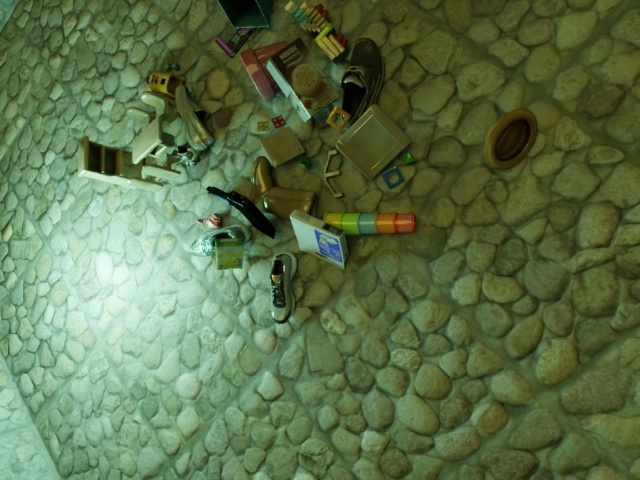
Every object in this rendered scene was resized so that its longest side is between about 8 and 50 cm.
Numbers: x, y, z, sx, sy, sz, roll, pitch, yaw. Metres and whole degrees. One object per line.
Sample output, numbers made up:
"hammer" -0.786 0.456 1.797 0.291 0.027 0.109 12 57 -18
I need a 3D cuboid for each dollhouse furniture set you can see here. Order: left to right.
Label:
"dollhouse furniture set" -0.815 -0.396 1.788 0.395 0.257 0.361 -23 67 36

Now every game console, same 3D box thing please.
"game console" -0.322 -0.129 1.653 0.362 0.213 0.044 28 73 42

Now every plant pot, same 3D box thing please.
"plant pot" -0.290 -1.022 1.708 0.166 0.165 0.234 5 75 17
"plant pot" -0.186 -0.671 1.633 0.180 0.201 0.201 -28 74 4

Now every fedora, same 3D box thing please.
"fedora" 0.569 -0.316 1.292 0.194 0.194 0.079 -54 32 11

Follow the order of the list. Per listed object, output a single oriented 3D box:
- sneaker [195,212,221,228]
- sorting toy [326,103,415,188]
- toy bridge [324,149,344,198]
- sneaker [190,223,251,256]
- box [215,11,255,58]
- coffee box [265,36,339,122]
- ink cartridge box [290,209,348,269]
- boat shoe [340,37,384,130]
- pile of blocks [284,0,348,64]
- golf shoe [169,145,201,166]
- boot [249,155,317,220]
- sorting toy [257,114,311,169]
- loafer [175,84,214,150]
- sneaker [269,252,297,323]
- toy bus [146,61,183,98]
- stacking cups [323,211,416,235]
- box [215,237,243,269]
"sneaker" -0.471 -0.092 1.784 0.119 0.042 0.066 14 96 17
"sorting toy" 0.179 -0.341 1.453 0.348 0.047 0.196 43 110 -8
"toy bridge" 0.046 -0.248 1.572 0.063 0.026 0.187 -11 81 24
"sneaker" -0.428 0.002 1.700 0.283 0.122 0.109 -19 96 23
"box" -0.368 -0.884 1.810 0.162 0.029 0.116 -45 70 16
"coffee box" -0.066 -0.579 1.530 0.141 0.098 0.246 -39 102 -9
"ink cartridge box" 0.000 0.000 1.503 0.207 0.208 0.045 24 61 23
"boat shoe" 0.145 -0.558 1.494 0.133 0.130 0.354 2 87 24
"pile of blocks" -0.012 -0.821 1.578 0.113 0.149 0.362 -42 70 16
"golf shoe" -0.621 -0.377 1.840 0.199 0.093 0.077 2 43 19
"boot" -0.138 -0.196 1.623 0.270 0.089 0.235 12 101 25
"sorting toy" -0.151 -0.364 1.638 0.133 0.046 0.274 -29 73 -7
"loafer" -0.542 -0.541 1.825 0.112 0.112 0.319 -23 79 9
"sneaker" -0.155 0.180 1.585 0.101 0.108 0.271 2 88 23
"toy bus" -0.732 -0.718 1.919 0.202 0.104 0.190 -32 74 19
"stacking cups" 0.172 -0.051 1.468 0.317 0.096 0.095 3 87 22
"box" -0.356 0.058 1.648 0.105 0.179 0.043 -2 53 -14
